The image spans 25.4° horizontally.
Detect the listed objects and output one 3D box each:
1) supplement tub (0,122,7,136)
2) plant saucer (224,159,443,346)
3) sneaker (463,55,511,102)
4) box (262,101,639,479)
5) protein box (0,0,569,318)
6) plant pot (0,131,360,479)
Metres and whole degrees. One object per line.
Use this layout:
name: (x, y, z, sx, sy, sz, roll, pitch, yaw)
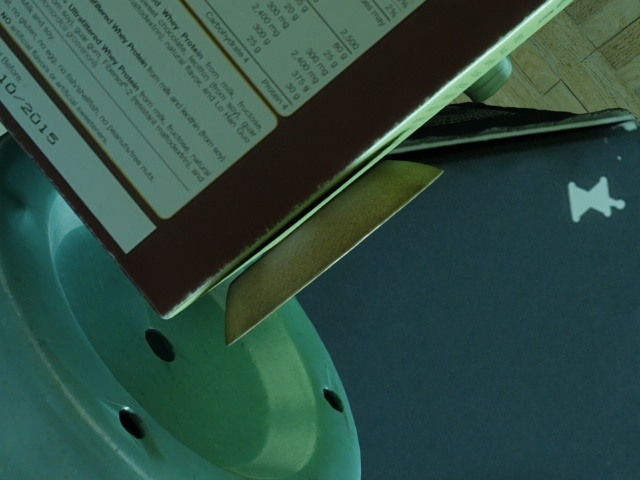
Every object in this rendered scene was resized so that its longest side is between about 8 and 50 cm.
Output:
supplement tub: (-0.143, -0.027, 0.715, 0.071, 0.071, 0.107, -40, 180, -8)
plant saucer: (0.000, 0.000, 0.425, 0.083, 0.015, 0.083, -39, -179, 0)
sneaker: (0.074, -0.161, 0.923, 0.094, 0.151, 0.256, -38, 180, 17)
box: (0.053, 0.163, 0.952, 0.297, 0.480, 0.472, -10, -174, -3)
protein box: (0.003, -0.101, 0.477, 0.201, 0.136, 0.200, -39, 180, 10)
plant pot: (-0.133, 0.101, 0.538, 0.255, 0.271, 0.271, -39, -179, 20)
